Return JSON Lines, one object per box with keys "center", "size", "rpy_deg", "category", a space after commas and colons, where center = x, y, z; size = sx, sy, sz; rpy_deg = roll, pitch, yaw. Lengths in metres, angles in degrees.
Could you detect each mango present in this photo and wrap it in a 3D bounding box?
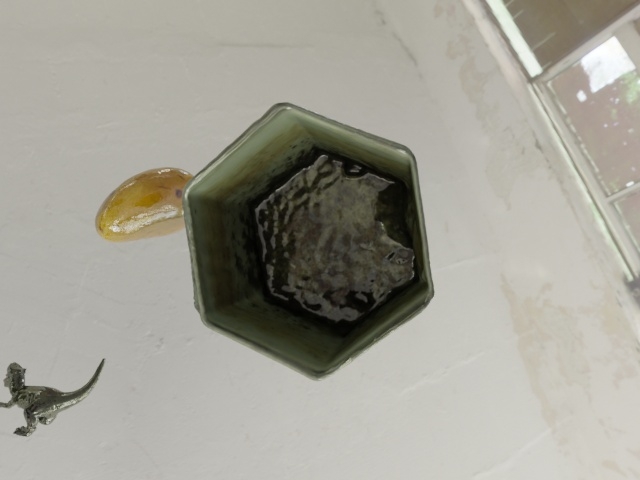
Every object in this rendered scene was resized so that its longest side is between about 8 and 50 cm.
{"center": [-0.254, -0.056, 0.774], "size": [0.090, 0.115, 0.178], "rpy_deg": [43, -149, 21], "category": "mango"}

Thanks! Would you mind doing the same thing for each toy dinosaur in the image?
{"center": [-0.538, 0.274, 0.975], "size": [0.187, 0.179, 0.087], "rpy_deg": [29, -172, 6], "category": "toy dinosaur"}

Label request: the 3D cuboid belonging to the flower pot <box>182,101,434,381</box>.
{"center": [0.000, 0.000, 0.508], "size": [0.189, 0.209, 0.239], "rpy_deg": [-5, -93, -79], "category": "flower pot"}
